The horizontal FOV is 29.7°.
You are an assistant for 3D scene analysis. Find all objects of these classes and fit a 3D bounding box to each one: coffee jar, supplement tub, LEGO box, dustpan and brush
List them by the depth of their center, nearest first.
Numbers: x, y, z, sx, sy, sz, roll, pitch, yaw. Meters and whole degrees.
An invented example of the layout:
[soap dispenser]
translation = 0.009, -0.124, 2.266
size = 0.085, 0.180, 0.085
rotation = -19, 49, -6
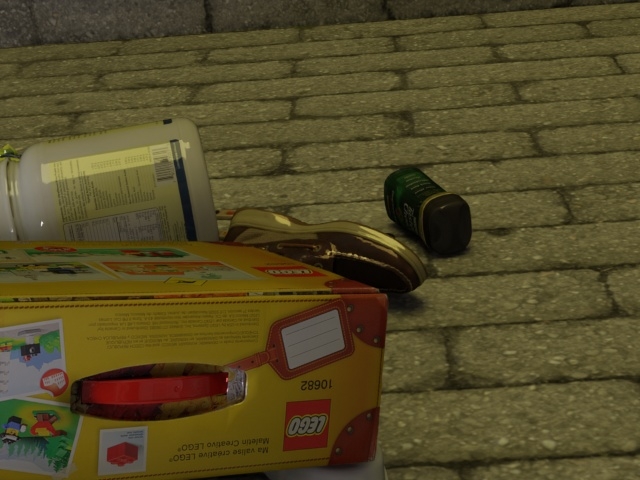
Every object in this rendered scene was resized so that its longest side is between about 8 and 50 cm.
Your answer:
[LEGO box]
translation = -0.238, 0.118, 1.313
size = 0.500, 0.193, 0.372
rotation = 0, 8, -28
[dustpan and brush]
translation = 0.031, 0.271, 1.317
size = 0.147, 0.060, 0.211
rotation = -4, 14, -28
[supplement tub]
translation = -0.334, -0.054, 1.880
size = 0.325, 0.235, 0.235
rotation = -11, 24, -6
[coffee jar]
translation = 0.174, -0.048, 1.952
size = 0.079, 0.096, 0.184
rotation = -16, 25, -18

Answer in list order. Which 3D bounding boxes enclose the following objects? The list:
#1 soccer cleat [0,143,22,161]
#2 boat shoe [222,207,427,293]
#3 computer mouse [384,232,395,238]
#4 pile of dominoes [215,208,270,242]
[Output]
[soccer cleat]
translation = -0.601, -0.118, 2.229
size = 0.289, 0.121, 0.093
rotation = -11, 25, -14
[boat shoe]
translation = -0.010, 0.043, 1.791
size = 0.342, 0.123, 0.123
rotation = 13, 59, 28
[computer mouse]
translation = 0.000, 0.000, 1.946
size = 0.242, 0.041, 0.071
rotation = -5, 23, -3
[pile of dominoes]
translation = -0.232, -0.027, 2.054
size = 0.251, 0.040, 0.196
rotation = 1, 24, 15
